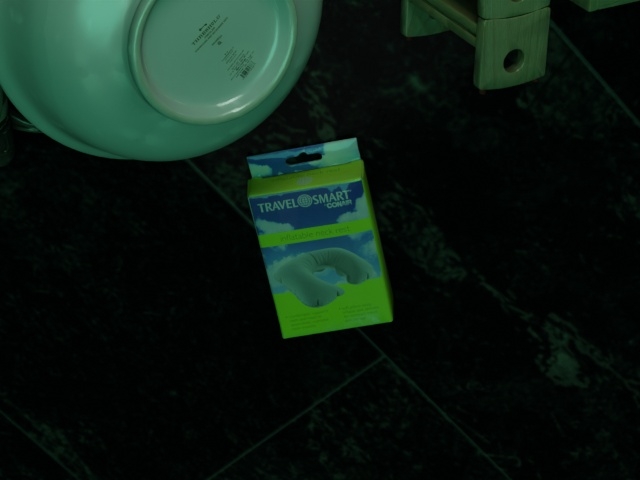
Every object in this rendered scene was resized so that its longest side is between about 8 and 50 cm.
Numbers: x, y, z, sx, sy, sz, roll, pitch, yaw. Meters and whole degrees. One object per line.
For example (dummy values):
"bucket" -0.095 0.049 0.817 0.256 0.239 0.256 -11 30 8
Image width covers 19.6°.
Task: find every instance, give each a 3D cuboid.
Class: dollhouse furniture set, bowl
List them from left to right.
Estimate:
"bowl" -0.110 -0.180 1.472 0.297 0.134 0.298 -13 121 -24
"dollhouse furniture set" 0.179 -0.219 1.539 0.183 0.129 0.129 -15 124 -24

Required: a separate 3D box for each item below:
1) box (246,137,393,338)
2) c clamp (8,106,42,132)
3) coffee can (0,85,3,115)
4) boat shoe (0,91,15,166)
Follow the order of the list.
"box" 0.000 0.000 1.698 0.109 0.042 0.178 -10 120 7
"c clamp" -0.232 -0.151 1.627 0.137 0.022 0.161 35 116 -16
"coffee can" -0.371 -0.175 1.448 0.201 0.202 0.275 1 154 1
"boat shoe" -0.382 -0.094 1.630 0.227 0.081 0.069 1 129 8
